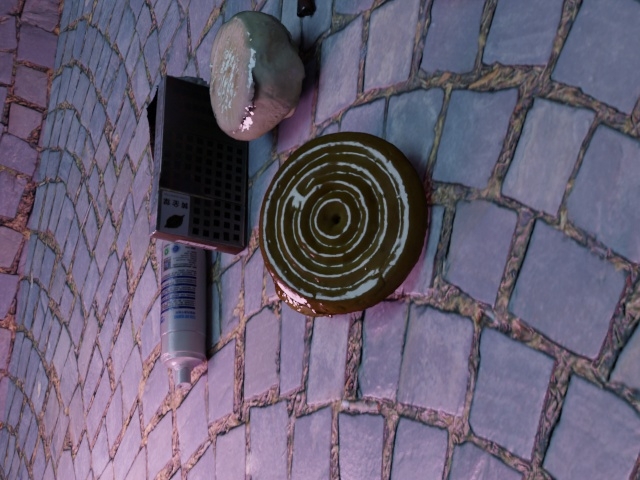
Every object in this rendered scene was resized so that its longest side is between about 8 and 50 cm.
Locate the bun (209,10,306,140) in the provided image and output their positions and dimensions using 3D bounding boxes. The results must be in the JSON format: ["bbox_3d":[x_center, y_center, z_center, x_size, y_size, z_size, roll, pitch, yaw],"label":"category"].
[{"bbox_3d":[-0.110,-0.291,1.805,0.239,0.141,0.239,-16,72,61],"label":"bun"}]

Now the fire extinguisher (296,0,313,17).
[{"bbox_3d":[-0.033,-0.439,1.845,0.046,0.032,0.100,81,179,-54],"label":"fire extinguisher"}]

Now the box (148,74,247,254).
[{"bbox_3d":[-0.224,-0.142,1.913,0.047,0.180,0.325,-34,50,52],"label":"box"}]

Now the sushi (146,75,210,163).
[{"bbox_3d":[-0.289,-0.228,2.118,0.126,0.136,0.225,149,122,-65],"label":"sushi"}]

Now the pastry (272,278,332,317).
[{"bbox_3d":[0.000,0.000,1.527,0.218,0.100,0.229,-62,33,27],"label":"pastry"}]

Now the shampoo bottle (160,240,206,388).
[{"bbox_3d":[-0.265,0.139,1.978,0.092,0.092,0.303,-40,47,50],"label":"shampoo bottle"}]

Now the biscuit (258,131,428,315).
[{"bbox_3d":[0.025,-0.026,1.413,0.262,0.037,0.262,-4,80,24],"label":"biscuit"}]
